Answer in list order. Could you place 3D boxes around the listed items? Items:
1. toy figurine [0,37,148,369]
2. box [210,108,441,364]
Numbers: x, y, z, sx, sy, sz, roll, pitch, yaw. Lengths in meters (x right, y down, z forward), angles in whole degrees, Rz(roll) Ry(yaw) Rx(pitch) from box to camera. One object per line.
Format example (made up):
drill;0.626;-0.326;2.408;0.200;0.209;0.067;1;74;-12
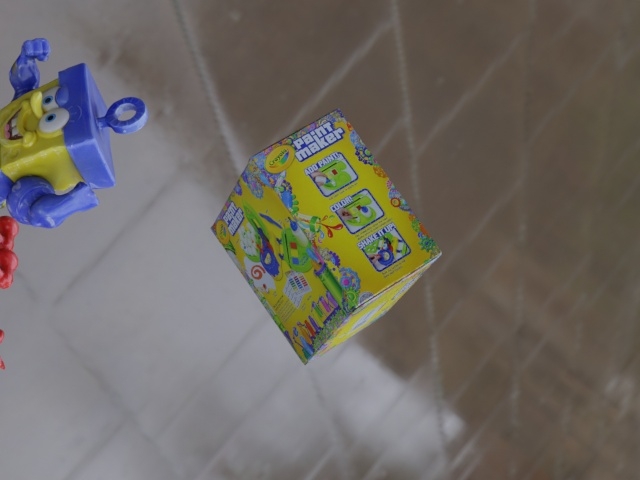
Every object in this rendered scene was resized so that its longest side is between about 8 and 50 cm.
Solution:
toy figurine;-0.251;-0.086;1.474;0.217;0.362;0.191;-22;135;10
box;0.000;0.000;2.484;0.177;0.279;0.290;-31;171;-25
